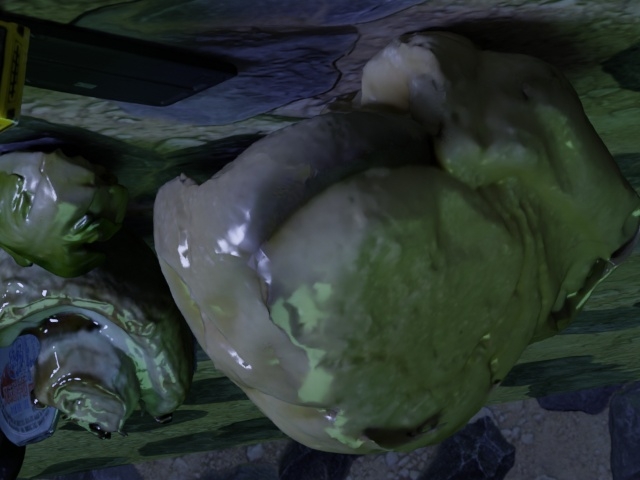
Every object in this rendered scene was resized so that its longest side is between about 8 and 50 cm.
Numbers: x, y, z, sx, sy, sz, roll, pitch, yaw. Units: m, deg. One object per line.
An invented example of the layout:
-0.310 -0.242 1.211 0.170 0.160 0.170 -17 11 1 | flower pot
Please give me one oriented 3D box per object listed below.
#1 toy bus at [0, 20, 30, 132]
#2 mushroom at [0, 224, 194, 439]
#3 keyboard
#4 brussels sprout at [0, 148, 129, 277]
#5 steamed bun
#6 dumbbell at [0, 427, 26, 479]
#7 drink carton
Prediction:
-0.276 -0.091 1.196 0.074 0.081 0.226 19 158 -35 | toy bus
-0.222 0.061 1.724 0.267 0.189 0.164 28 123 -18 | mushroom
-0.151 -0.120 1.300 0.381 0.041 0.103 15 157 -41 | keyboard
-0.238 -0.027 1.529 0.139 0.100 0.181 18 172 -12 | brussels sprout
0.052 -0.008 1.357 0.372 0.230 0.325 -28 135 -25 | steamed bun
-0.503 0.255 2.347 0.203 0.204 0.322 -5 167 -5 | dumbbell
-0.258 0.121 1.959 0.189 0.191 0.185 -4 166 -38 | drink carton
